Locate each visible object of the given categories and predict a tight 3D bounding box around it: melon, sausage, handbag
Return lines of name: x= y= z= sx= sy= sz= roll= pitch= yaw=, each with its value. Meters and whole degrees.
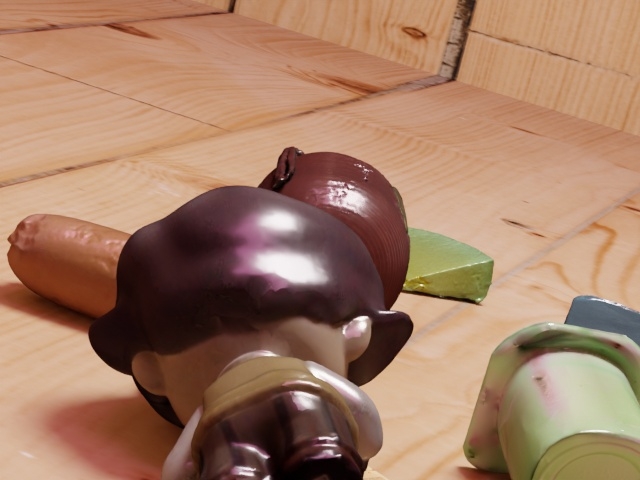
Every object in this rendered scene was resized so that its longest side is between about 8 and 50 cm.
melon: x=0.081 y=0.018 z=1.919 sx=0.114 sy=0.053 sz=0.261 roll=-22 pitch=31 yaw=-36
sausage: x=-0.147 y=0.045 z=1.500 sx=0.289 sy=0.086 sz=0.086 roll=16 pitch=15 yaw=10
handbag: x=0.324 y=0.123 z=1.661 sx=0.179 sy=0.062 sz=0.229 roll=12 pitch=14 yaw=12

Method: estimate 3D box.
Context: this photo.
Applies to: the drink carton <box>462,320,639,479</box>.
drink carton: x=0.205 y=0.161 z=1.311 sx=0.146 sy=0.144 sz=0.142 roll=11 pitch=21 yaw=-8

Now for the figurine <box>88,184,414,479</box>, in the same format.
figurine: x=-0.034 y=0.111 z=1.223 sx=0.206 sy=0.218 sz=0.365 roll=53 pitch=10 yaw=-38

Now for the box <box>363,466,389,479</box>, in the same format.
box: x=0.008 y=0.185 z=1.268 sx=0.093 sy=0.015 sz=0.058 roll=1 pitch=21 yaw=-42

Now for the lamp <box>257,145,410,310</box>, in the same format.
lamp: x=0.000 y=0.000 z=1.616 sx=0.180 sy=0.180 sz=0.258 roll=14 pitch=13 yaw=-1
